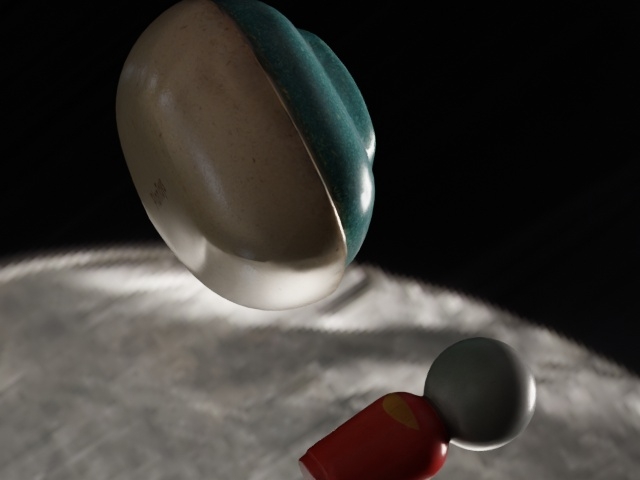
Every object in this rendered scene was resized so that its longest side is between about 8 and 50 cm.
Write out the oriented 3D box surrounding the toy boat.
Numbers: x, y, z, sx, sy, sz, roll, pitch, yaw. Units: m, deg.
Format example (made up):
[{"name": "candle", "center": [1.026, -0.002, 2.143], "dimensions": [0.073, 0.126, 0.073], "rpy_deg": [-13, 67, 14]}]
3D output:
[{"name": "toy boat", "center": [0.000, 0.000, 1.044], "dimensions": [0.318, 0.148, 0.267], "rpy_deg": [62, -12, -4]}]
